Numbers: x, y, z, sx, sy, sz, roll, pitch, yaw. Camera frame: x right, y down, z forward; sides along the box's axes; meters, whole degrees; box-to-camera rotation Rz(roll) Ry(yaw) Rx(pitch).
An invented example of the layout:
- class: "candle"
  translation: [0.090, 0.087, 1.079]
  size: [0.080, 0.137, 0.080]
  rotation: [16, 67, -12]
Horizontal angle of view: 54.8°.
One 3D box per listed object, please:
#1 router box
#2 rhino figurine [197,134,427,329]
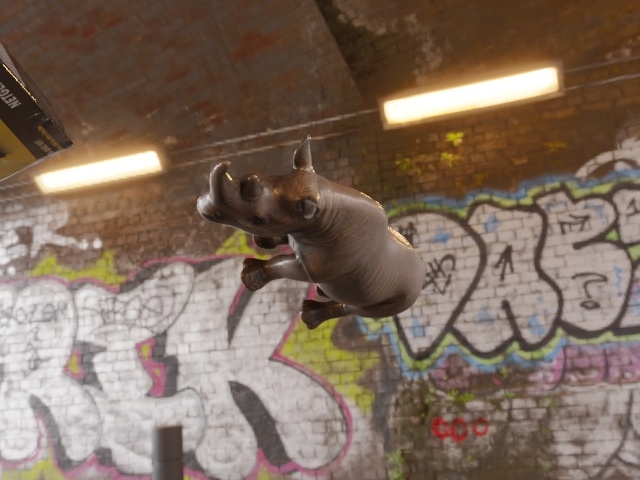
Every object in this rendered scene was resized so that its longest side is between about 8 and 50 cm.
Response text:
- class: "router box"
  translation: [-0.447, -0.128, 0.709]
  size: [0.243, 0.081, 0.309]
  rotation: [-29, -2, -10]
- class: "rhino figurine"
  translation: [0.000, 0.000, 0.433]
  size: [0.106, 0.073, 0.243]
  rotation: [-14, -28, 22]
